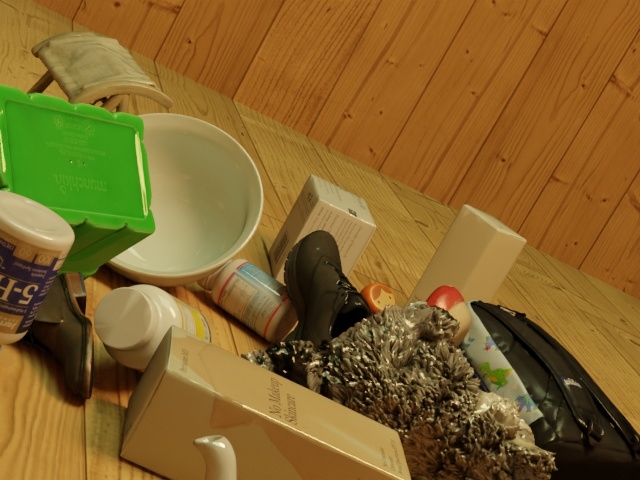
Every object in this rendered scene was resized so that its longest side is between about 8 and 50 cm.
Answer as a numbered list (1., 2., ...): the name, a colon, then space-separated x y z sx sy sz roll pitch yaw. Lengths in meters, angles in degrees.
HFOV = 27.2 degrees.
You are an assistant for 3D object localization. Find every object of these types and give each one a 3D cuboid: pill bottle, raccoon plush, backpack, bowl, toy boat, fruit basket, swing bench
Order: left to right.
1. fruit basket: -0.456 -0.082 1.754 0.392 0.282 0.392 -8 -9 -1
2. pill bottle: -0.358 0.050 1.447 0.112 0.186 0.112 27 13 -7
3. swing bench: -0.398 -0.199 2.151 0.165 0.254 0.253 20 16 -34
4. pill bottle: -0.208 0.112 1.623 0.103 0.103 0.184 34 -3 20
5. bowl: -0.241 -0.039 2.022 0.298 0.134 0.297 4 57 -7
6. pill bottle: -0.112 0.084 2.061 0.160 0.087 0.087 34 14 19
7. raccoon plush: 0.086 0.276 1.732 0.447 0.216 0.299 -15 53 -30
8. toy boat: 0.110 0.132 1.999 0.151 0.231 0.151 60 17 9
9. backpack: 0.307 0.247 2.055 0.290 0.273 0.355 15 41 -41

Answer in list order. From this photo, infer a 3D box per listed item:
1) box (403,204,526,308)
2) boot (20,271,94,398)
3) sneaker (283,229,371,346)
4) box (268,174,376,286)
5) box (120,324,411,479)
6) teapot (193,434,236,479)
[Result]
1. box: 0.252 0.082 2.421 0.094 0.275 0.113 20 16 -42
2. boot: -0.328 0.116 1.575 0.106 0.082 0.219 -1 32 -16
3. sneaker: 0.019 0.095 1.970 0.109 0.130 0.286 32 41 -35
4. box: 0.000 0.000 2.406 0.119 0.181 0.181 26 13 -13
5. box: -0.064 0.234 1.521 0.311 0.121 0.148 27 14 -13
6. teapot: 0.002 0.321 1.194 0.256 0.187 0.252 22 15 -34
